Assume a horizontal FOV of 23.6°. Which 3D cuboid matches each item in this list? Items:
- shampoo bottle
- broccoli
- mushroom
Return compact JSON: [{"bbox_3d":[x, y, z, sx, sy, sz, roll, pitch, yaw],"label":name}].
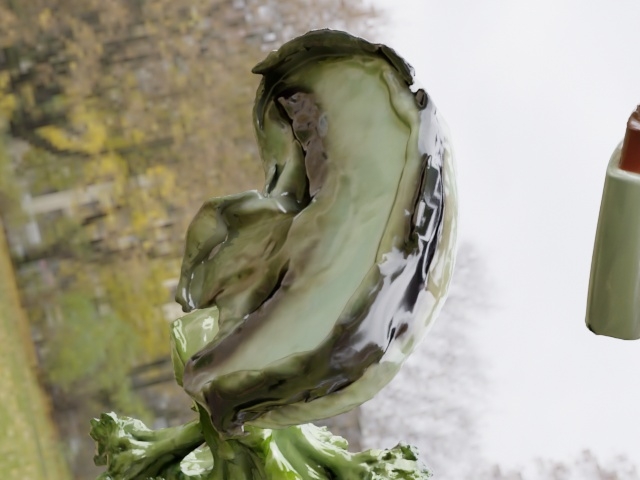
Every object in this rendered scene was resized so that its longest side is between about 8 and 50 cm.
[{"bbox_3d":[0.316,-0.052,1.473,0.071,0.153,0.284,17,-61,27],"label":"shampoo bottle"},{"bbox_3d":[-0.040,0.232,1.638,0.275,0.353,0.397,-102,-150,-42],"label":"broccoli"},{"bbox_3d":[0.001,0.000,1.223,0.130,0.247,0.344,43,38,-42],"label":"mushroom"}]
